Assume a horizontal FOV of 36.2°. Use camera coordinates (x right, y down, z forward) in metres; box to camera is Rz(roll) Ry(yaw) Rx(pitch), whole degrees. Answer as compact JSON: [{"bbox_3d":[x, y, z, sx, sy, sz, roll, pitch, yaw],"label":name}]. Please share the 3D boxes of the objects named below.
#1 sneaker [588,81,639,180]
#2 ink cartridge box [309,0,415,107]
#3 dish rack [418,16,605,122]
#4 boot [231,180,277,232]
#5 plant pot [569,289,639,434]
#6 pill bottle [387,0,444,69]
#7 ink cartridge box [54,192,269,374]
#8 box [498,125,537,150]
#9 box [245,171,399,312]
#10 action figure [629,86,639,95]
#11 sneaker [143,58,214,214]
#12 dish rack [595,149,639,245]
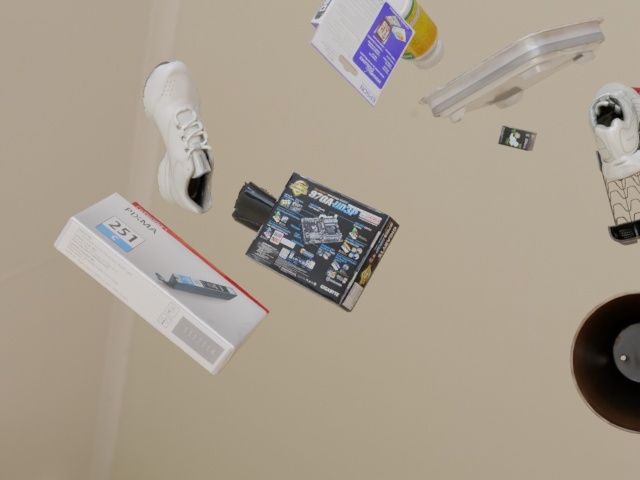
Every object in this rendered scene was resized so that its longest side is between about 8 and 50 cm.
[{"bbox_3d":[0.550,-0.234,1.827,0.118,0.110,0.292,53,-153,-24],"label":"sneaker"},{"bbox_3d":[0.076,-0.408,1.973,0.206,0.045,0.208,41,-114,-31],"label":"ink cartridge box"},{"bbox_3d":[0.387,-0.327,1.938,0.285,0.072,0.333,-19,-6,-40],"label":"dish rack"},{"bbox_3d":[-0.103,-0.022,2.300,0.094,0.207,0.246,-55,-16,-30],"label":"boot"},{"bbox_3d":[0.518,0.185,1.563,0.215,0.215,0.230,-65,-18,6],"label":"plant pot"},{"bbox_3d":[0.214,-0.507,2.365,0.208,0.117,0.118,38,-101,-46],"label":"pill bottle"},{"bbox_3d":[-0.212,0.041,1.474,0.066,0.296,0.261,-52,-2,23],"label":"ink cartridge box"},{"bbox_3d":[0.521,-0.270,2.585,0.062,0.083,0.052,-13,-62,-65],"label":"box"},{"bbox_3d":[0.000,0.000,1.690,0.175,0.220,0.051,-60,-31,-6],"label":"box"},{"bbox_3d":[0.731,-0.280,2.008,0.091,0.280,0.139,47,-153,-63],"label":"action figure"},{"bbox_3d":[-0.239,-0.184,1.778,0.111,0.129,0.297,-23,-57,-26],"label":"sneaker"},{"bbox_3d":[0.708,-0.128,2.112,0.074,0.208,0.272,41,-142,-58],"label":"dish rack"}]
